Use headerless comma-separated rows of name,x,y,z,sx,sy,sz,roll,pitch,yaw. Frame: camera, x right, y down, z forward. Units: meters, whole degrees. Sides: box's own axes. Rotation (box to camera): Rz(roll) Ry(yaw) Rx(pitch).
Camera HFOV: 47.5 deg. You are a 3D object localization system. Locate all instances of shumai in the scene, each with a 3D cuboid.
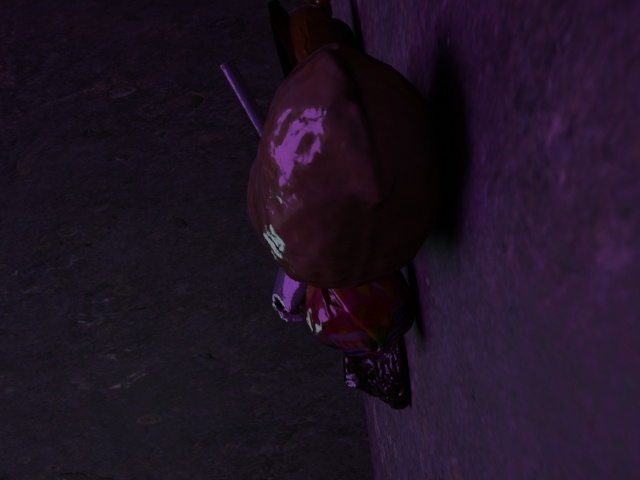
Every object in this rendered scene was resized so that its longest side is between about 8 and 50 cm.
shumai,0.076,0.185,1.023,0.099,0.087,0.123,-102,3,-70

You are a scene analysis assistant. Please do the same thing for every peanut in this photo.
peanut,0.019,-0.043,0.601,0.340,0.159,0.174,-139,71,-83

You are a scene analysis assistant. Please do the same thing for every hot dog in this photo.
hot dog,0.019,-0.220,1.083,0.194,0.107,0.325,9,-116,-80

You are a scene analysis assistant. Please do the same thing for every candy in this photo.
candy,-0.015,-0.035,0.809,0.365,0.124,0.124,60,-178,-5

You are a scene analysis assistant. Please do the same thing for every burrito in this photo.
burrito,0.000,0.000,0.942,0.144,0.089,0.228,-22,-39,-60

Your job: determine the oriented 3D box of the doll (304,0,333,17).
doll,-0.013,-0.467,1.134,0.135,0.099,0.240,166,96,-67
